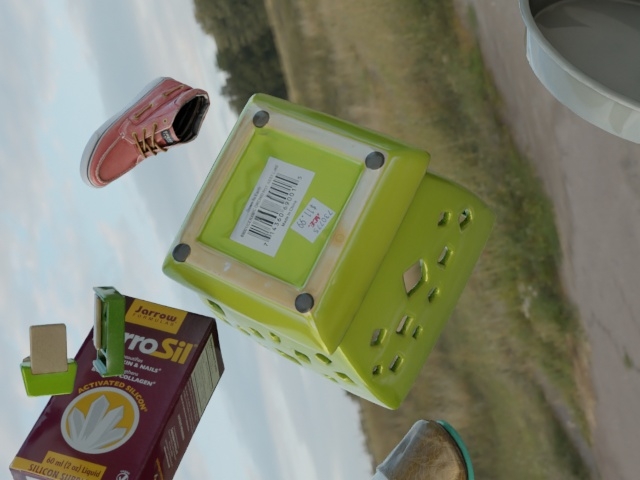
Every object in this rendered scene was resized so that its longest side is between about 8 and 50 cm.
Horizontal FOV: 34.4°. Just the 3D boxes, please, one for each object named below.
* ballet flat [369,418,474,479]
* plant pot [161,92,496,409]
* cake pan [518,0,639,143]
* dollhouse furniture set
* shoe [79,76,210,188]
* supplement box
[{"bbox_3d":[0.081,0.302,1.085,0.342,0.124,0.116,91,154,-57],"label":"ballet flat"},{"bbox_3d":[0.000,0.000,0.969,0.228,0.227,0.207,-63,-29,-7],"label":"plant pot"},{"bbox_3d":[0.334,-0.192,1.038,0.054,0.293,0.293,105,159,-45],"label":"cake pan"},{"bbox_3d":[-0.209,0.068,0.699,0.076,0.152,0.058,-155,64,-65],"label":"dollhouse furniture set"},{"bbox_3d":[-0.212,-0.128,1.260,0.081,0.178,0.063,20,152,39],"label":"shoe"},{"bbox_3d":[-0.165,0.146,0.876,0.080,0.104,0.188,88,-161,-47],"label":"supplement box"}]
